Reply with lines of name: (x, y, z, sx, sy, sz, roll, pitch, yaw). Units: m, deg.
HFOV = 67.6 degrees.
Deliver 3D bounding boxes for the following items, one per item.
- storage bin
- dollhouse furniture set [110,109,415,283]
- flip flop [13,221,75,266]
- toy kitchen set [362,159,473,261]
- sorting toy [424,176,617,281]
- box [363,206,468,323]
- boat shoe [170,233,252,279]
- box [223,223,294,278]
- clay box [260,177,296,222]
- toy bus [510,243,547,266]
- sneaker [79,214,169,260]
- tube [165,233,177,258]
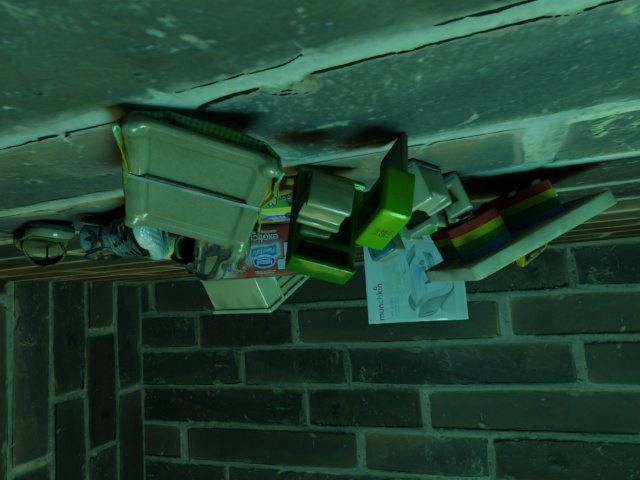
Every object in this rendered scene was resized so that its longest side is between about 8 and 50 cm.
storage bin: (-0.189, 0.105, 1.491, 0.262, 0.123, 0.260, -9, -159, 41)
dollhouse furniture set: (-0.065, -0.084, 0.566, 0.302, 0.151, 0.197, 15, 148, -13)
flip flop: (-0.597, 0.016, 1.041, 0.112, 0.080, 0.277, 1, 172, -38)
toy kitchen set: (0.116, -0.062, 0.790, 0.166, 0.122, 0.207, 4, 150, -48)
sorting toy: (0.319, -0.027, 0.850, 0.257, 0.089, 0.255, -28, 177, -6)
box: (0.226, 0.064, 1.163, 0.231, 0.261, 0.127, -4, 173, 13)
boat shoe: (-0.256, 0.004, 1.047, 0.130, 0.132, 0.355, 10, 160, -24)
box: (-0.121, 0.029, 1.237, 0.257, 0.128, 0.122, -4, 173, -1)
clay box: (-0.080, -0.062, 0.787, 0.222, 0.053, 0.127, -5, 173, 6)
toy bus: (0.447, -0.028, 1.167, 0.202, 0.191, 0.104, -7, 130, 17)
sneaker: (-0.362, -0.008, 0.871, 0.153, 0.101, 0.268, -5, 177, -14)
tube: (-0.348, 0.017, 1.235, 0.240, 0.070, 0.062, 6, -163, -35)
